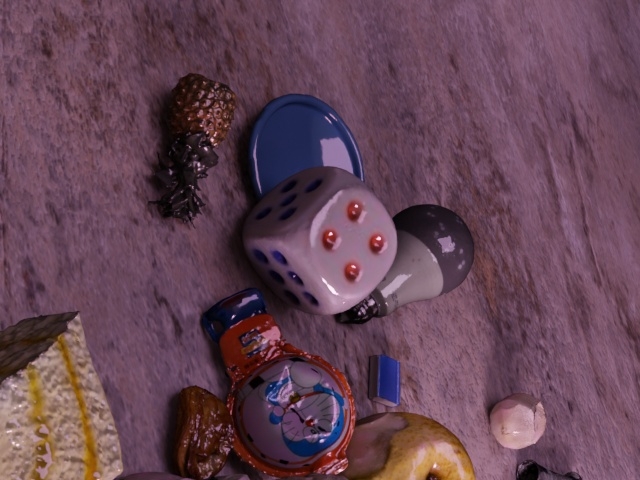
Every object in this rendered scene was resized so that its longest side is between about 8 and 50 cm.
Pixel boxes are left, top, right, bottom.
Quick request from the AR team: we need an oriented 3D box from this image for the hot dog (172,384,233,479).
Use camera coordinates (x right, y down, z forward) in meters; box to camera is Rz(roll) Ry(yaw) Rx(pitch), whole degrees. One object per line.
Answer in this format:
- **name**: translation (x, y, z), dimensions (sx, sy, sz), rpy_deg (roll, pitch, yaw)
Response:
- **hot dog**: translation (-0.182, 0.290, 1.736), dimensions (0.099, 0.065, 0.147), rpy_deg (35, 48, -43)

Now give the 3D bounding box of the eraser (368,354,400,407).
- **eraser**: translation (0.119, 0.257, 2.113), dimensions (0.063, 0.027, 0.085), rpy_deg (26, 56, -38)

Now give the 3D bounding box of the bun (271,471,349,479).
- **bun**: translation (-0.042, 0.461, 1.690), dimensions (0.281, 0.281, 0.205), rpy_deg (44, 11, -26)

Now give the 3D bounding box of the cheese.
- **cheese**: translation (-0.070, 0.233, 1.820), dimensions (0.217, 0.129, 0.329), rpy_deg (-25, 77, -18)

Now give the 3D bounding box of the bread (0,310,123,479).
- **bread**: translation (-0.393, 0.288, 1.377), dimensions (0.395, 0.239, 0.264), rpy_deg (-43, 111, -49)

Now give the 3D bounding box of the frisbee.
- **frisbee**: translation (-0.031, -0.124, 2.096), dimensions (0.289, 0.049, 0.289), rpy_deg (12, 72, -42)

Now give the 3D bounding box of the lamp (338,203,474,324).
- **lamp**: translation (0.170, 0.054, 2.140), dimensions (0.182, 0.182, 0.314), rpy_deg (57, 41, -13)

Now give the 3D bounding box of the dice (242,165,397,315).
- **dice**: translation (0.000, 0.000, 1.933), dimensions (0.192, 0.194, 0.193), rpy_deg (-50, 120, -26)

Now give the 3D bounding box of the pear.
- **pear**: translation (0.124, 0.405, 1.885), dimensions (0.271, 0.271, 0.271), rpy_deg (22, 58, -41)

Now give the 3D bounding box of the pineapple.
- **pineapple**: translation (-0.213, -0.147, 1.875), dimensions (0.125, 0.125, 0.251), rpy_deg (27, 65, -38)

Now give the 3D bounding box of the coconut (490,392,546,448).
- **coconut**: translation (0.395, 0.364, 2.309), dimensions (0.124, 0.110, 0.110), rpy_deg (-29, 96, -56)

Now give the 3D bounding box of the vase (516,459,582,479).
- **vase**: translation (0.477, 0.496, 2.384), dimensions (0.167, 0.059, 0.059), rpy_deg (23, 58, -41)

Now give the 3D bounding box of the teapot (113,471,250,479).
- **teapot**: translation (-0.194, 0.397, 1.576), dimensions (0.221, 0.178, 0.163), rpy_deg (12, 67, -39)
